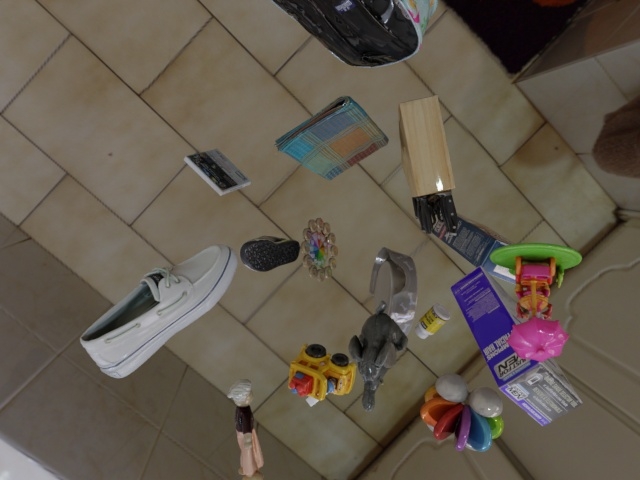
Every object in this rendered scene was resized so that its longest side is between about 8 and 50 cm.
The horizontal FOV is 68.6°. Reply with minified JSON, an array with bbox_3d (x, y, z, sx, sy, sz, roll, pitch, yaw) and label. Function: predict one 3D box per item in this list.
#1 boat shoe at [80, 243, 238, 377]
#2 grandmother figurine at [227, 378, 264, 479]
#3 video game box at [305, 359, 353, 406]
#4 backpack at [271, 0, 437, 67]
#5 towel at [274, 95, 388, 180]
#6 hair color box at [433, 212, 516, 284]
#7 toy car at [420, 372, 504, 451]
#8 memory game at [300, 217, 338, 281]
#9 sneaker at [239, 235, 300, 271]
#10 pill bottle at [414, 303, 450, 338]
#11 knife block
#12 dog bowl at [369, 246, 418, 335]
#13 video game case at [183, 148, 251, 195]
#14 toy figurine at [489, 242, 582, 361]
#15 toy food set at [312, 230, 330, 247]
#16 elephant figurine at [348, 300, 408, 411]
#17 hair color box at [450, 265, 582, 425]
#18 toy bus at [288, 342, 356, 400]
[{"bbox_3d":[-0.200,0.073,0.608,0.226,0.083,0.076,-50,136,-28],"label":"boat shoe"},{"bbox_3d":[-0.263,0.653,1.647,0.104,0.207,0.343,-8,96,-29],"label":"grandmother figurine"},{"bbox_3d":[0.047,0.640,2.101,0.048,0.187,0.205,47,129,10],"label":"video game box"},{"bbox_3d":[0.063,-0.408,0.762,0.253,0.225,0.191,36,71,-39],"label":"backpack"},{"bbox_3d":[0.054,-0.313,1.514,0.271,0.370,0.040,-30,69,19],"label":"towel"},{"bbox_3d":[0.518,0.012,1.512,0.173,0.347,0.105,21,104,-18],"label":"hair color box"},{"bbox_3d":[0.313,0.403,1.052,0.181,0.136,0.159,19,119,21],"label":"toy car"},{"bbox_3d":[0.000,0.026,1.339,0.012,0.186,0.186,-6,104,33],"label":"memory game"},{"bbox_3d":[-0.150,0.031,1.243,0.097,0.234,0.084,14,96,30],"label":"sneaker"},{"bbox_3d":[0.357,0.262,1.509,0.065,0.065,0.116,30,119,-10],"label":"pill bottle"},{"bbox_3d":[0.251,-0.150,1.067,0.088,0.242,0.276,-12,139,2],"label":"knife block"},{"bbox_3d":[0.266,0.202,1.740,0.102,0.349,0.349,6,100,-6],"label":"dog bowl"},{"bbox_3d":[-0.366,-0.249,1.684,0.190,0.173,0.022,44,123,8],"label":"video game case"},{"bbox_3d":[0.327,0.106,0.723,0.130,0.173,0.159,2,72,20],"label":"toy figurine"},{"bbox_3d":[0.000,0.000,1.635,0.077,0.122,0.019,14,125,-6],"label":"toy food set"},{"bbox_3d":[0.164,0.343,1.399,0.186,0.239,0.169,44,126,-2],"label":"elephant figurine"},{"bbox_3d":[0.444,0.233,1.105,0.110,0.339,0.185,-42,115,18],"label":"hair color box"},{"bbox_3d":[-0.010,0.488,1.655,0.220,0.211,0.150,15,111,21],"label":"toy bus"}]
